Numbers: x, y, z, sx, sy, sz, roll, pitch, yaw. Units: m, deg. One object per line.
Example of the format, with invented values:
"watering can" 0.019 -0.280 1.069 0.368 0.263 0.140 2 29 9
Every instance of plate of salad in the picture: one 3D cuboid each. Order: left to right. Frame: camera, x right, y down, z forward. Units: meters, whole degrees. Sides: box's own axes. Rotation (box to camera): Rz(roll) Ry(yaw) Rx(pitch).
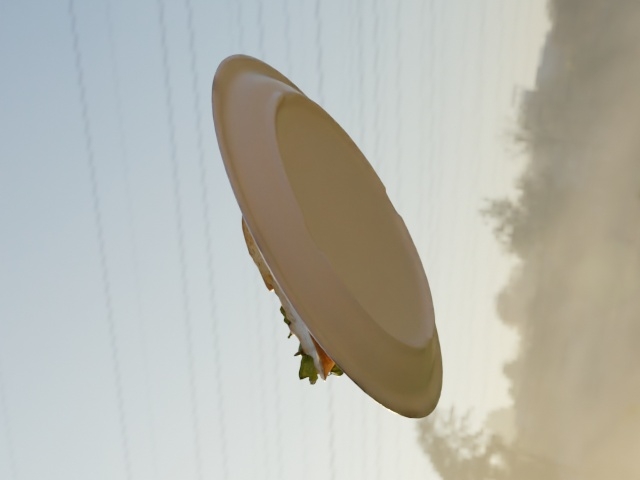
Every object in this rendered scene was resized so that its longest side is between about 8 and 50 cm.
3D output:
"plate of salad" 0.000 0.000 0.638 0.200 0.048 0.200 49 -158 -28
